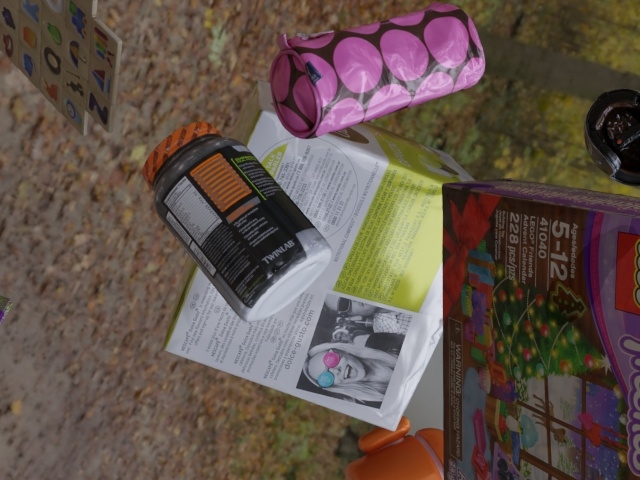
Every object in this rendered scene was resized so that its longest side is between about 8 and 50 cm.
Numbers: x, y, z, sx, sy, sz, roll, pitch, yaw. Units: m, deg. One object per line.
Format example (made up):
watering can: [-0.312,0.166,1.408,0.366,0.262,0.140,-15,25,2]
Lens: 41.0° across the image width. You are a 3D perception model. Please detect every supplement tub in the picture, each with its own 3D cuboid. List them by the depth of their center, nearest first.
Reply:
supplement tub: [-0.088,-0.022,0.862,0.117,0.190,0.117,-37,165,-11]

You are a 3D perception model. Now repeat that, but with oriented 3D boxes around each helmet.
helmet: [0.558,-0.185,1.541,0.161,0.169,0.169,25,88,-56]

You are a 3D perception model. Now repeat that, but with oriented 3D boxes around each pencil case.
pencil case: [0.056,-0.170,0.824,0.209,0.098,0.095,-21,-174,-28]

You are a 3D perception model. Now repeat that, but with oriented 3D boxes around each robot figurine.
robot figurine: [0.121,0.343,1.205,0.219,0.158,0.128,-22,144,-13]

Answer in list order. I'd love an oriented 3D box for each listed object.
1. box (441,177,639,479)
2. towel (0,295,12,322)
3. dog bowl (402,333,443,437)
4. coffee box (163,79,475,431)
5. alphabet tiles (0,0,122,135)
box: [0.147,0.118,0.489,0.201,0.057,0.293,17,-68,62]
towel: [-0.467,0.112,1.185,0.083,0.060,0.009,-67,156,-21]
dog bowl: [0.236,0.244,1.396,0.265,0.265,0.104,-63,158,-20]
coffee box: [0.000,0.000,1.218,0.337,0.334,0.338,-105,-143,-73]
alphabet tiles: [-0.397,-0.319,1.228,0.011,0.342,0.285,-32,158,-36]
